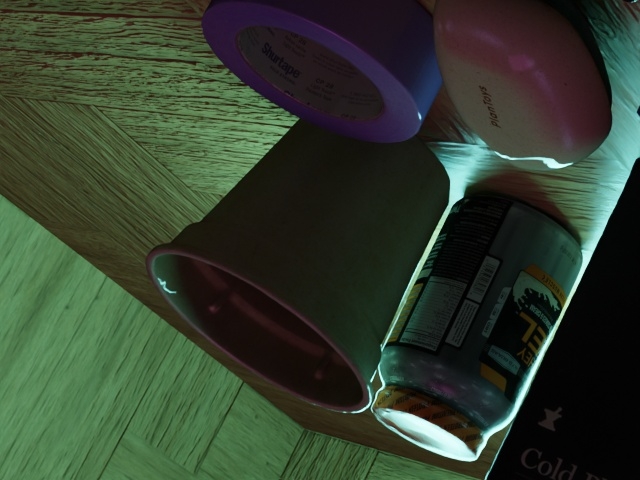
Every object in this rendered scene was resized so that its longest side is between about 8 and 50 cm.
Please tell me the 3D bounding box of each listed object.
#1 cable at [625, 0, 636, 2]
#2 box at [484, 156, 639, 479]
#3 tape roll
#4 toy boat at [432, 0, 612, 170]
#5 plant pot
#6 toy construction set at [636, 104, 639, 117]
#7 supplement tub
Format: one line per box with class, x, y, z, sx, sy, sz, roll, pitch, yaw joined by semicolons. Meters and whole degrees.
cable;0.235;-0.260;1.497;0.184;0.047;0.150;33;162;-19
box;0.474;0.239;1.866;0.480;0.471;0.297;23;161;15
tape roll;0.007;-0.221;1.886;0.275;0.090;0.275;25;162;9
toy boat;0.265;-0.153;1.646;0.318;0.148;0.267;27;160;27
plant pot;0.000;0.000;2.132;0.334;0.305;0.334;30;159;13
toy construction set;0.389;-0.182;1.325;0.309;0.237;0.257;17;145;-37
supplement tub;0.200;0.115;2.186;0.194;0.316;0.193;25;164;8
